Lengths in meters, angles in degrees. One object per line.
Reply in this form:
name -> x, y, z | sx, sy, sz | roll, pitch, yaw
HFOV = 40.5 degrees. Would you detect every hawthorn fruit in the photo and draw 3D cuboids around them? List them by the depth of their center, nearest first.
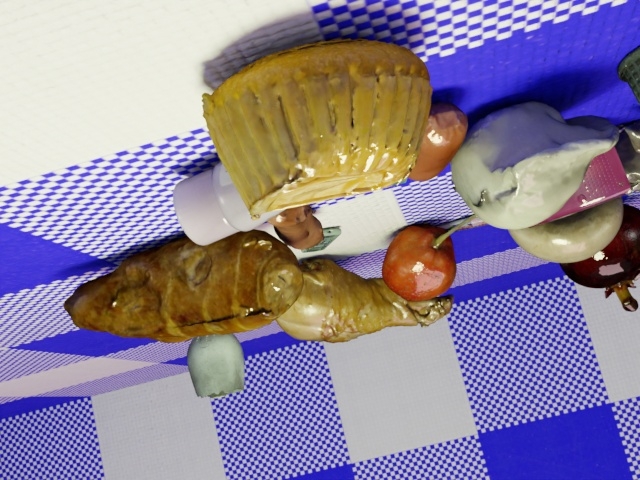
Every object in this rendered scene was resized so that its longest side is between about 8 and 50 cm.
hawthorn fruit -> 0.231, 0.017, 1.742 | 0.165, 0.165, 0.285 | -7, 157, -26

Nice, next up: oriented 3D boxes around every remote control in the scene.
remote control -> 0.000, 0.000, 1.675 | 0.053, 0.018, 0.124 | -8, 167, -20

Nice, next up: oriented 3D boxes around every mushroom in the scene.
mushroom -> 0.414, -0.070, 1.495 | 0.204, 0.204, 0.204 | -13, 168, -3

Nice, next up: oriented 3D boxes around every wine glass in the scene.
wine glass -> -0.233, 0.218, 1.884 | 0.126, 0.241, 0.126 | -10, 166, -3

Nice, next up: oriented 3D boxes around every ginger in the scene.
ginger -> -0.200, 0.082, 1.470 | 0.418, 0.176, 0.254 | -14, 172, 24

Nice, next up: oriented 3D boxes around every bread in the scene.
bread -> 0.005, -0.116, 0.880 | 0.239, 0.139, 0.240 | -16, 170, -3

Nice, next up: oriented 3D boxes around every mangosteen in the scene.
mangosteen -> 0.685, 0.046, 2.046 | 0.235, 0.262, 0.235 | -14, 166, -4

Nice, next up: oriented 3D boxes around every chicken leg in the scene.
chicken leg -> 0.087, 0.128, 1.930 | 0.409, 0.182, 0.295 | 0, 180, -5

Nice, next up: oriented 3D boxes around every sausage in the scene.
sausage -> 0.142, -0.128, 1.134 | 0.077, 0.077, 0.194 | -12, 169, -8
sausage -> -0.043, -0.035, 1.350 | 0.078, 0.078, 0.304 | -14, 169, 3

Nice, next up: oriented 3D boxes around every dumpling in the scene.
dumpling -> 0.285, -0.123, 1.192 | 0.226, 0.243, 0.175 | -30, 129, -6

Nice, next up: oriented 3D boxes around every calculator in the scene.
calculator -> 0.386, -0.100, 1.390 | 0.190, 0.127, 0.034 | -22, -175, 34

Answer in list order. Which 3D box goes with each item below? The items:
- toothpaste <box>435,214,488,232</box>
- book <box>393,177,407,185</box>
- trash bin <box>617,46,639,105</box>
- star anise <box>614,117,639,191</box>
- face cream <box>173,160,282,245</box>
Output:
toothpaste -> 0.314, -0.039, 1.820 | 0.169, 0.028, 0.045 | -15, 162, 24
book -> 0.069, -0.093, 1.335 | 0.135, 0.017, 0.103 | -13, 170, -1
trash bin -> 0.485, -0.174, 1.089 | 0.175, 0.161, 0.175 | -15, 167, -3
star anise -> 0.597, -0.157, 1.387 | 0.331, 0.118, 0.332 | -8, 166, -2
face cream -> -0.048, -0.081, 1.087 | 0.273, 0.096, 0.154 | -21, -166, 18
